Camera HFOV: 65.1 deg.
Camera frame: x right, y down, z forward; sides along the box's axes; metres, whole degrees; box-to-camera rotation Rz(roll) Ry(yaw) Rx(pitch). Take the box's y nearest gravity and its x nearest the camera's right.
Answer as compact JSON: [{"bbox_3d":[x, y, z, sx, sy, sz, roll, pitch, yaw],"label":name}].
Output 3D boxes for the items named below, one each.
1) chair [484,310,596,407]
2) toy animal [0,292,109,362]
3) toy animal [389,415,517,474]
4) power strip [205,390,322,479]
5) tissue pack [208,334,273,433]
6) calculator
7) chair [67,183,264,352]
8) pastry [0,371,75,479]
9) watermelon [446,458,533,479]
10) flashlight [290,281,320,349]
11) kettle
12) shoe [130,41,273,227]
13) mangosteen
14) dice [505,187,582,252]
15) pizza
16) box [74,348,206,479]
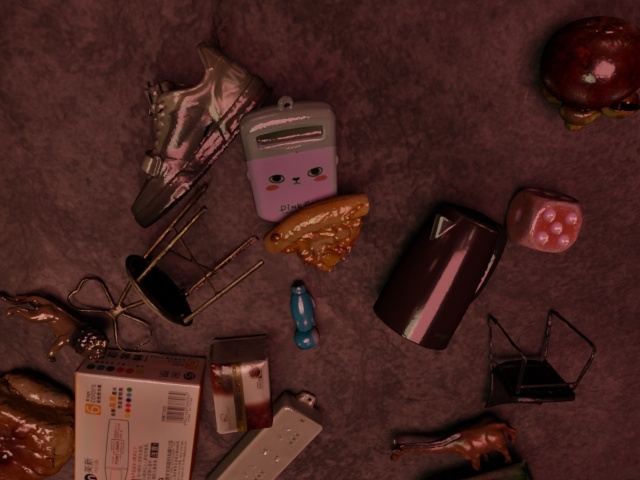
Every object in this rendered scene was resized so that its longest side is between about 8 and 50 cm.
[{"bbox_3d":[0.400,0.263,0.954,0.141,0.145,0.220,-2,112,-4],"label":"chair"},{"bbox_3d":[-0.462,0.148,0.863,0.220,0.069,0.086,28,105,-2],"label":"toy animal"},{"bbox_3d":[0.282,0.430,1.046,0.224,0.066,0.230,-40,121,16],"label":"toy animal"},{"bbox_3d":[-0.124,0.439,1.013,0.098,0.058,0.338,36,104,-18],"label":"power strip"},{"bbox_3d":[-0.143,0.263,0.921,0.106,0.099,0.148,-4,111,-5],"label":"tissue pack"},{"bbox_3d":[-0.043,-0.117,0.767,0.141,0.045,0.246,-10,142,-6],"label":"calculator"},{"bbox_3d":[-0.257,0.075,0.813,0.326,0.170,0.159,-40,113,3],"label":"chair"},{"bbox_3d":[-0.563,0.352,0.913,0.229,0.100,0.218,-34,110,6],"label":"pastry"},{"bbox_3d":[0.292,0.602,1.038,0.387,0.259,0.228,-38,123,-36],"label":"watermelon"},{"bbox_3d":[-0.033,0.139,0.913,0.051,0.051,0.128,-11,109,-1],"label":"flashlight"},{"bbox_3d":[0.225,0.058,0.866,0.202,0.144,0.232,18,106,-33],"label":"kettle"},{"bbox_3d":[-0.217,-0.164,0.751,0.149,0.109,0.293,42,98,-16],"label":"shoe"},{"bbox_3d":[0.405,-0.243,0.765,0.146,0.156,0.181,-17,136,-36],"label":"mangosteen"},{"bbox_3d":[0.383,-0.036,0.863,0.091,0.093,0.094,8,110,-9],"label":"dice"},{"bbox_3d":[0.000,0.000,0.840,0.182,0.062,0.161,-16,142,-2],"label":"pizza"},{"bbox_3d":[-0.338,0.343,0.937,0.221,0.091,0.273,10,110,-8],"label":"box"}]
